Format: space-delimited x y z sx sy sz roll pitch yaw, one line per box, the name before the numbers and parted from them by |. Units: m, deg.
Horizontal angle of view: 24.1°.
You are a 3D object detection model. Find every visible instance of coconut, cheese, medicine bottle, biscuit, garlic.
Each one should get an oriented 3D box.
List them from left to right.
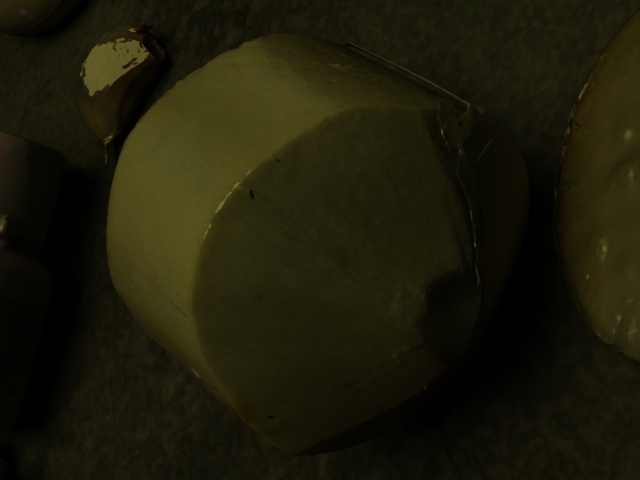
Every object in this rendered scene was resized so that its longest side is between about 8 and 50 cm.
medicine bottle | -0.394 0.030 1.543 0.241 0.241 0.301 9 83 46
cheese | -0.292 -0.313 1.677 0.286 0.082 0.163 1 79 43
garlic | -0.220 -0.164 1.559 0.152 0.066 0.084 -56 47 13
coconut | 0.000 0.000 1.124 0.323 0.323 0.322 -17 65 41
biscuit | 0.219 -0.025 1.080 0.141 0.038 0.289 -36 49 45

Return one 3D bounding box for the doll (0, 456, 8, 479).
doll | -0.352 0.304 1.513 0.155 0.113 0.275 -50 54 33
